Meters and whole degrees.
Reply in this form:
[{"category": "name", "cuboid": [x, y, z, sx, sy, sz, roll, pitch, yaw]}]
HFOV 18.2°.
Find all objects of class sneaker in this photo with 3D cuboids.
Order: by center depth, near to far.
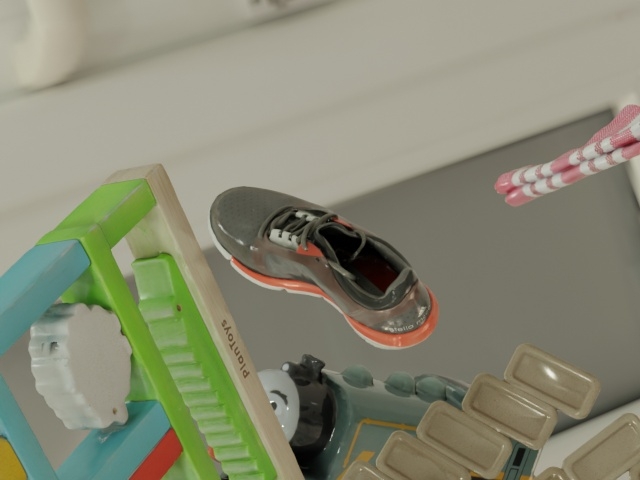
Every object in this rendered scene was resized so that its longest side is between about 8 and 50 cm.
[{"category": "sneaker", "cuboid": [0.000, 0.000, 1.127, 0.158, 0.061, 0.065, 27, 155, 27]}]

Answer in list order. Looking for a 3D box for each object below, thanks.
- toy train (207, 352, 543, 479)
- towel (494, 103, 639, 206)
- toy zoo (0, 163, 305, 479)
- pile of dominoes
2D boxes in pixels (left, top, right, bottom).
[{"category": "toy train", "cuboid": [0.042, 0.196, 1.639, 0.142, 0.334, 0.190, 25, 98, 47]}, {"category": "towel", "cuboid": [0.213, -0.077, 1.205, 0.197, 0.144, 0.029, -24, 91, 51]}, {"category": "toy zoo", "cuboid": [-0.108, 0.120, 0.815, 0.030, 0.293, 0.192, -8, 116, 33]}, {"category": "pile of dominoes", "cuboid": [0.108, 0.196, 1.242, 0.196, 0.251, 0.040, 53, 176, 15]}]
